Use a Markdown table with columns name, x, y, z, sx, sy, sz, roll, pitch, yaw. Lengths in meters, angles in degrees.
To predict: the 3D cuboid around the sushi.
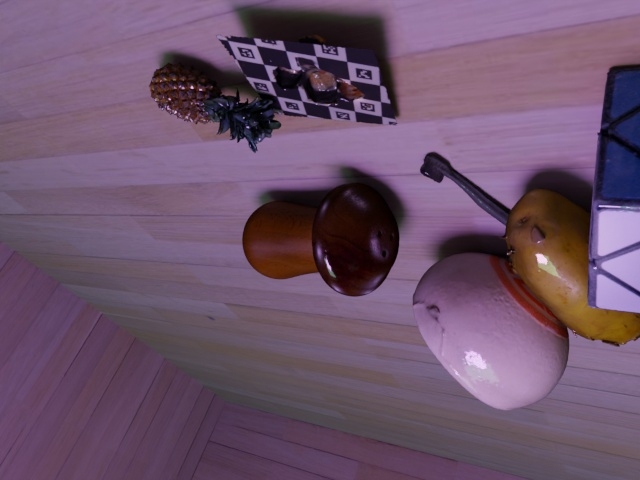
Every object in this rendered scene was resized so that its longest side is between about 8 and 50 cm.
| name | x | y | z | sx | sy | sz | roll | pitch | yaw |
| --- | --- | --- | --- | --- | --- | --- | --- | --- | --- |
| sushi | -0.005 | -0.227 | 0.727 | 0.210 | 0.040 | 0.193 | 12 | 166 | 21 |

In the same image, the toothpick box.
| name | x | y | z | sx | sy | sz | roll | pitch | yaw |
| --- | --- | --- | --- | --- | --- | --- | --- | --- | --- |
| toothpick box | 0.000 | 0.000 | 0.964 | 0.294 | 0.192 | 0.192 | -1 | 143 | 45 |

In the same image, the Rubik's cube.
| name | x | y | z | sx | sy | sz | roll | pitch | yaw |
| --- | --- | --- | --- | --- | --- | --- | --- | --- | --- |
| Rubik's cube | 0.406 | -0.047 | 0.575 | 0.204 | 0.205 | 0.207 | 6 | 148 | 28 |

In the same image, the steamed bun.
| name | x | y | z | sx | sy | sz | roll | pitch | yaw |
| --- | --- | --- | --- | --- | --- | --- | --- | --- | --- |
| steamed bun | 0.302 | 0.131 | 0.908 | 0.283 | 0.283 | 0.177 | 34 | 114 | -20 |

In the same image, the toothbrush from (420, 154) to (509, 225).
| name | x | y | z | sx | sy | sz | roll | pitch | yaw |
| --- | --- | --- | --- | --- | --- | --- | --- | --- | --- |
| toothbrush | 0.277 | -0.045 | 0.851 | 0.297 | 0.031 | 0.030 | 31 | 176 | -17 |

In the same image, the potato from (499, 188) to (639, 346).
| name | x | y | z | sx | sy | sz | roll | pitch | yaw |
| --- | --- | --- | --- | --- | --- | --- | --- | --- | --- |
| potato | 0.377 | 0.043 | 0.785 | 0.300 | 0.173 | 0.140 | 34 | 123 | -25 |

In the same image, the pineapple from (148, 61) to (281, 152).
| name | x | y | z | sx | sy | sz | roll | pitch | yaw |
| --- | --- | --- | --- | --- | --- | --- | --- | --- | --- |
| pineapple | -0.168 | -0.207 | 0.815 | 0.221 | 0.083 | 0.103 | 27 | -175 | 17 |
